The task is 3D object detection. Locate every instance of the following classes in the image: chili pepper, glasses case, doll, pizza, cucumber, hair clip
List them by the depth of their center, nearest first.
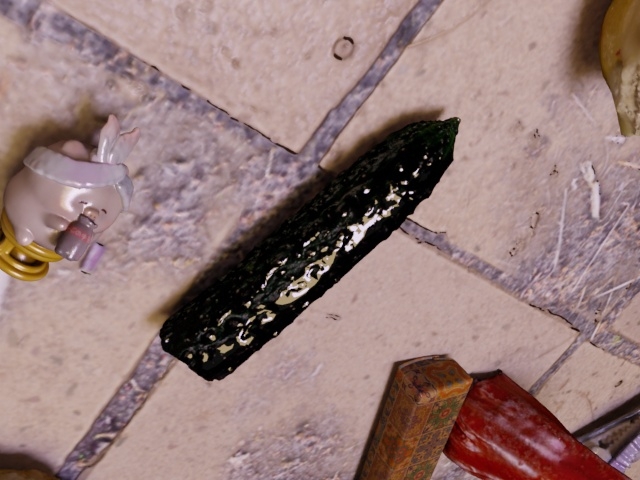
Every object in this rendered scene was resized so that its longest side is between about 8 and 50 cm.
[{"bbox_3d":[-0.161,-0.023,0.489,0.127,0.084,0.073,-44,136,19],"label":"doll"},{"bbox_3d":[0.000,0.000,0.609,0.300,0.072,0.072,-42,133,4],"label":"cucumber"},{"bbox_3d":[0.284,-0.195,0.620,0.188,0.080,0.204,-35,128,-33],"label":"pizza"},{"bbox_3d":[0.260,0.264,0.840,0.136,0.253,0.144,-9,122,-47],"label":"chili pepper"},{"bbox_3d":[0.097,0.228,0.849,0.075,0.049,0.218,-8,128,-32],"label":"glasses case"},{"bbox_3d":[0.450,0.250,1.055,0.292,0.084,0.106,-35,151,-7],"label":"hair clip"}]

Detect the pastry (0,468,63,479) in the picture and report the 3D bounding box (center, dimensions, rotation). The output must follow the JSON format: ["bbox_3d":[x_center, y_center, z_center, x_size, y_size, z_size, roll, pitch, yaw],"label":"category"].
[{"bbox_3d":[-0.286,0.273,0.640,0.192,0.093,0.182,-26,134,-4],"label":"pastry"}]
